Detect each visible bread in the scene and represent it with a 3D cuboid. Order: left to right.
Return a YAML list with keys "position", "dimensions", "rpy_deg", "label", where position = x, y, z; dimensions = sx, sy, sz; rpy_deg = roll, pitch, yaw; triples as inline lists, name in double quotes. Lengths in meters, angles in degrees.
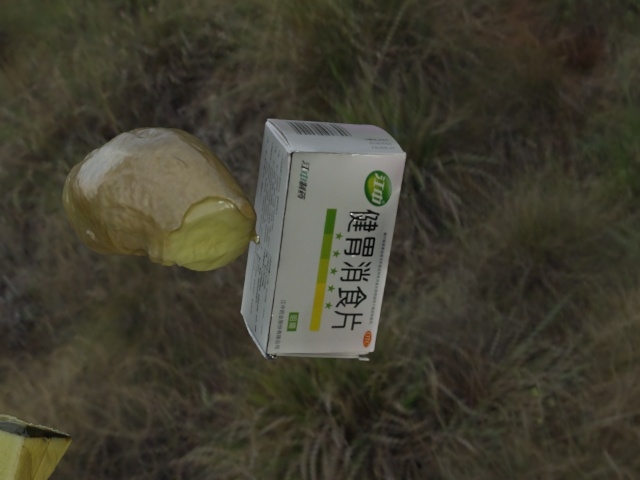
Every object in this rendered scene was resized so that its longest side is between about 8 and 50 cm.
- position: [-0.516, 0.398, 1.840]
  dimensions: [0.167, 0.163, 0.264]
  rpy_deg: [13, 82, 17]
  label: "bread"

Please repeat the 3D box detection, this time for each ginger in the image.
- position: [-0.171, -0.042, 1.201]
  dimensions: [0.138, 0.152, 0.267]
  rpy_deg: [-24, 23, -31]
  label: "ginger"

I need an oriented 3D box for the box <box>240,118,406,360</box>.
- position: [-0.001, 0.002, 1.721]
  dimensions: [0.173, 0.333, 0.145]
  rpy_deg: [1, 22, -18]
  label: "box"
